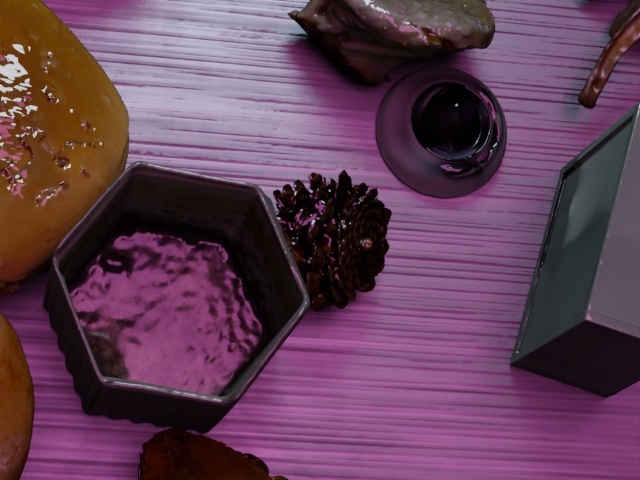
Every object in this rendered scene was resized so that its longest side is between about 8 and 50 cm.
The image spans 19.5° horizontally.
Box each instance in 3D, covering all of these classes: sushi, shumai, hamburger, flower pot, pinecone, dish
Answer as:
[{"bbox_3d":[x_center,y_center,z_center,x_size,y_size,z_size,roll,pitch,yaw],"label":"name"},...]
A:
[{"bbox_3d":[-0.065,0.304,1.714,0.296,0.179,0.167,36,88,2],"label":"sushi"},{"bbox_3d":[0.070,-0.217,1.891,0.201,0.120,0.201,19,28,-11],"label":"shumai"},{"bbox_3d":[-0.339,-0.105,1.750,0.304,0.174,0.284,48,63,-2],"label":"hamburger"},{"bbox_3d":[-0.138,0.058,1.736,0.209,0.189,0.239,-21,79,-16],"label":"flower pot"},{"bbox_3d":[0.001,-0.002,1.819,0.120,0.140,0.140,17,69,26],"label":"pinecone"},{"bbox_3d":[0.133,-0.121,1.898,0.141,0.078,0.141,3,75,-12],"label":"dish"}]

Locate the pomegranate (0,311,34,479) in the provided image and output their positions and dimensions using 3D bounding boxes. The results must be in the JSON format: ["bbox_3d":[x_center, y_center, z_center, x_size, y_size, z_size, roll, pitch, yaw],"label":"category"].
[{"bbox_3d":[-0.422,0.157,1.598,0.342,0.342,0.342,3,75,-11],"label":"pomegranate"}]

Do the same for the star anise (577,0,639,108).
[{"bbox_3d":[0.384,-0.297,1.984,0.349,0.109,0.292,-22,76,-16],"label":"star anise"}]

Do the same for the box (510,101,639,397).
[{"bbox_3d":[0.299,0.018,1.819,0.117,0.225,0.225,19,73,-7],"label":"box"}]
